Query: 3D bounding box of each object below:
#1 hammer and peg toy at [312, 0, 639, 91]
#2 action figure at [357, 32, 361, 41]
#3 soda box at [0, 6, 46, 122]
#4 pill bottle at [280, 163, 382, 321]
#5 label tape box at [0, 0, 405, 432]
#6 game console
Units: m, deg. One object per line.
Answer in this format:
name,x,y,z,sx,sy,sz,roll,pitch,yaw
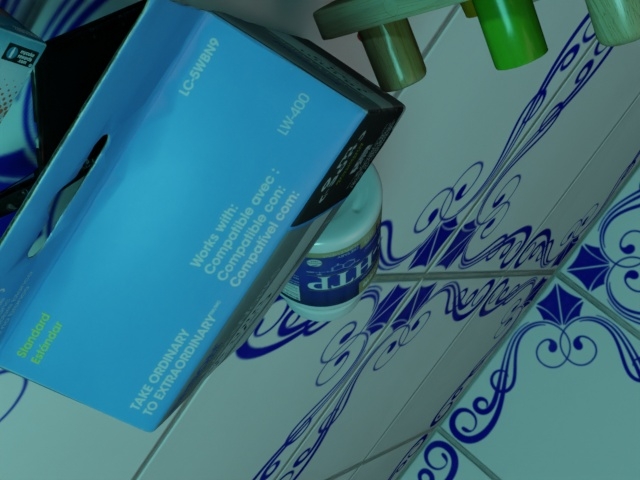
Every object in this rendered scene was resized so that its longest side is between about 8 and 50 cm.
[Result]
hammer and peg toy,0.196,-0.214,0.630,0.266,0.361,0.127,-37,112,-37
action figure,0.069,-0.209,0.805,0.115,0.030,0.038,-49,165,3
soda box,-0.201,-0.091,0.399,0.063,0.058,0.183,-55,160,11
pill bottle,0.000,0.000,0.902,0.112,0.112,0.187,-43,159,-18
label tape box,-0.069,-0.012,0.622,0.241,0.106,0.333,-55,176,13
game console,-0.143,-0.074,0.556,0.107,0.071,0.122,-18,-164,31
